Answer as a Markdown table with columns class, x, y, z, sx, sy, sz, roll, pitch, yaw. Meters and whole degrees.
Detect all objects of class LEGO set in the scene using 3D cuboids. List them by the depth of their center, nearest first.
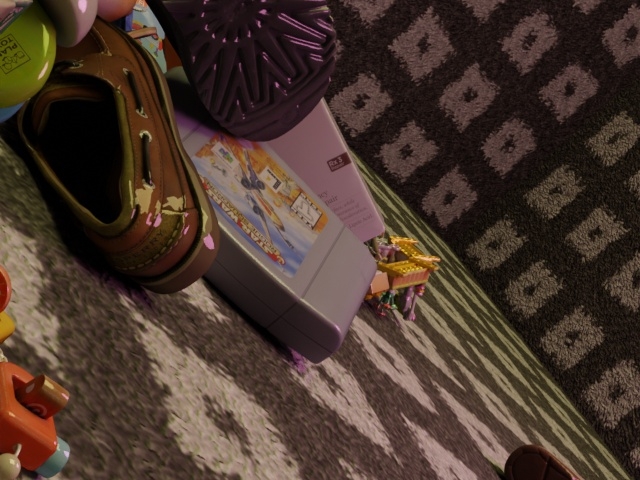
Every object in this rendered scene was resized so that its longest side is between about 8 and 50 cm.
| class | x | y | z | sx | sy | sz | roll | pitch | yaw |
| --- | --- | --- | --- | --- | --- | --- | --- | --- | --- |
| LEGO set | 0.099 | 0.069 | 1.791 | 0.132 | 0.107 | 0.287 | 12 | 16 | -1 |

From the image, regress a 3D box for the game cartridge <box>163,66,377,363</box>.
| class | x | y | z | sx | sy | sz | roll | pitch | yaw |
| --- | --- | --- | --- | --- | --- | --- | --- | --- | --- |
| game cartridge | -0.073 | -0.028 | 1.164 | 0.297 | 0.062 | 0.198 | 45 | 22 | -7 |

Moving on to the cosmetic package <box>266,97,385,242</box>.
| class | x | y | z | sx | sy | sz | roll | pitch | yaw |
| --- | --- | --- | --- | --- | --- | --- | --- | --- | --- |
| cosmetic package | -0.017 | -0.094 | 1.554 | 0.231 | 0.117 | 0.085 | 62 | 5 | -8 |

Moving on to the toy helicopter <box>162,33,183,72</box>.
| class | x | y | z | sx | sy | sz | roll | pitch | yaw |
| --- | --- | --- | --- | --- | --- | --- | --- | --- | --- |
| toy helicopter | -0.091 | -0.094 | 1.344 | 0.355 | 0.140 | 0.235 | 66 | 9 | 26 |

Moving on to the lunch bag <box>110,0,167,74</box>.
| class | x | y | z | sx | sy | sz | roll | pitch | yaw |
| --- | --- | --- | --- | --- | --- | --- | --- | --- | --- |
| lunch bag | -0.211 | -0.262 | 1.617 | 0.221 | 0.138 | 0.293 | 41 | 26 | -43 |

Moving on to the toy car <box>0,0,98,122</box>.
| class | x | y | z | sx | sy | sz | roll | pitch | yaw |
| --- | --- | --- | --- | --- | --- | --- | --- | --- | --- |
| toy car | -0.246 | -0.149 | 0.793 | 0.182 | 0.159 | 0.136 | 48 | -29 | 6 |

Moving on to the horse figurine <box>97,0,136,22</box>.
| class | x | y | z | sx | sy | sz | roll | pitch | yaw |
| --- | --- | --- | --- | --- | --- | --- | --- | --- | --- |
| horse figurine | -0.268 | -0.299 | 1.348 | 0.174 | 0.066 | 0.263 | 64 | 18 | 12 |

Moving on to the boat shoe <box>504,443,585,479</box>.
| class | x | y | z | sx | sy | sz | roll | pitch | yaw |
| --- | --- | --- | --- | --- | --- | --- | --- | --- | --- |
| boat shoe | 0.342 | 0.362 | 1.548 | 0.257 | 0.095 | 0.095 | 51 | 3 | 26 |

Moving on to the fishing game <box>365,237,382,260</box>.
| class | x | y | z | sx | sy | sz | roll | pitch | yaw |
| --- | --- | --- | --- | --- | --- | --- | --- | --- | --- |
| fishing game | -0.028 | -0.053 | 1.747 | 0.264 | 0.041 | 0.189 | 33 | 11 | -10 |

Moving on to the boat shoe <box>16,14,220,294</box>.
| class | x | y | z | sx | sy | sz | roll | pitch | yaw |
| --- | --- | --- | --- | --- | --- | --- | --- | --- | --- |
| boat shoe | -0.175 | -0.099 | 0.942 | 0.307 | 0.110 | 0.104 | 53 | 8 | 35 |

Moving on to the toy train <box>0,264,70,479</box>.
| class | x | y | z | sx | sy | sz | roll | pitch | yaw |
| --- | --- | --- | --- | --- | --- | --- | --- | --- | --- |
| toy train | -0.172 | 0.031 | 0.556 | 0.166 | 0.046 | 0.125 | 44 | 8 | -27 |

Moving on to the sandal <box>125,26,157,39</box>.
| class | x | y | z | sx | sy | sz | roll | pitch | yaw |
| --- | --- | --- | --- | --- | --- | --- | --- | --- | --- |
| sandal | -0.226 | -0.173 | 1.268 | 0.240 | 0.088 | 0.079 | -45 | 124 | -75 |

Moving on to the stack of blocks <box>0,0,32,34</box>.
| class | x | y | z | sx | sy | sz | roll | pitch | yaw |
| --- | --- | --- | --- | --- | --- | --- | --- | --- | --- |
| stack of blocks | -0.216 | -0.104 | 0.530 | 0.087 | 0.171 | 0.297 | 47 | 7 | -8 |

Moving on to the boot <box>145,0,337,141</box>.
| class | x | y | z | sx | sy | sz | roll | pitch | yaw |
| --- | --- | --- | --- | --- | --- | --- | --- | --- | --- |
| boot | -0.180 | -0.341 | 1.192 | 0.445 | 0.146 | 0.367 | 50 | -7 | 36 |
